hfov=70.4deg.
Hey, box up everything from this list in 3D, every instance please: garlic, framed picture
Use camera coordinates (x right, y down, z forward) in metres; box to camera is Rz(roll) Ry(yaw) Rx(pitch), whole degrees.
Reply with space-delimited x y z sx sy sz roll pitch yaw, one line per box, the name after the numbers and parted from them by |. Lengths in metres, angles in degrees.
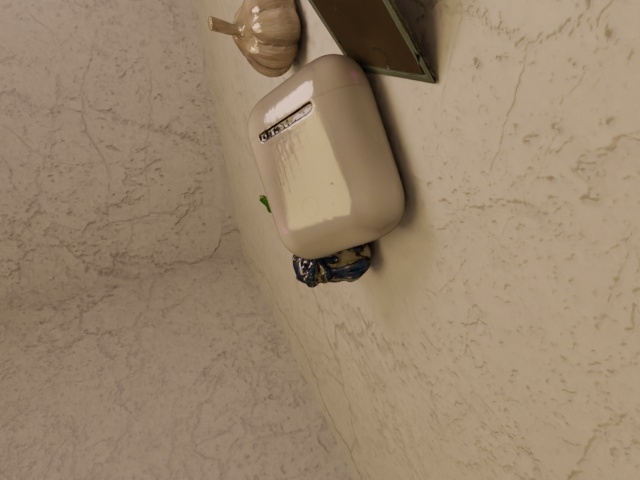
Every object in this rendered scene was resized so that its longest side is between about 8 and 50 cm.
-0.165 -0.507 1.099 0.219 0.212 0.218 170 90 -70 | garlic
0.057 -0.344 0.701 0.216 0.016 0.273 47 180 -34 | framed picture

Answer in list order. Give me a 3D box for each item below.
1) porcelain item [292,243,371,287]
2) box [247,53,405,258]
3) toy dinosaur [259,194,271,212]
0.000 0.000 1.065 0.288 0.186 0.137 -124 21 -45 | porcelain item
0.001 -0.149 0.872 0.289 0.141 0.348 -21 85 42 | box
-0.080 -0.150 1.291 0.194 0.177 0.152 46 159 -7 | toy dinosaur
